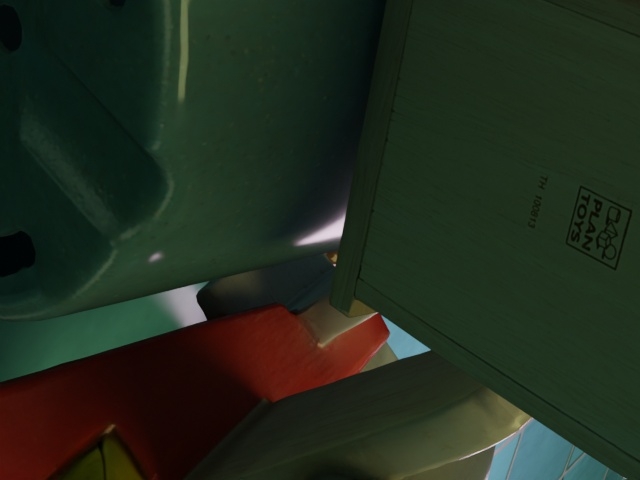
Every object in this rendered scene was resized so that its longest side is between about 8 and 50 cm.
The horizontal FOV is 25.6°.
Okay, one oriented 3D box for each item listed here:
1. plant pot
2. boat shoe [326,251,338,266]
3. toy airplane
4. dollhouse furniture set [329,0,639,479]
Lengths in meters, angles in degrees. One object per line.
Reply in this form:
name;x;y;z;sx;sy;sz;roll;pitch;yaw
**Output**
plant pot;-0.022;-0.130;0.584;0.334;0.341;0.341;-20;134;-43
boat shoe;0.000;0.000;1.037;0.178;0.064;0.060;-34;150;-33
toy airplane;-0.076;0.139;0.692;0.384;0.273;0.386;-20;172;2
dollhouse furniture set;0.196;-0.063;0.461;0.303;0.198;0.287;-9;119;-40
